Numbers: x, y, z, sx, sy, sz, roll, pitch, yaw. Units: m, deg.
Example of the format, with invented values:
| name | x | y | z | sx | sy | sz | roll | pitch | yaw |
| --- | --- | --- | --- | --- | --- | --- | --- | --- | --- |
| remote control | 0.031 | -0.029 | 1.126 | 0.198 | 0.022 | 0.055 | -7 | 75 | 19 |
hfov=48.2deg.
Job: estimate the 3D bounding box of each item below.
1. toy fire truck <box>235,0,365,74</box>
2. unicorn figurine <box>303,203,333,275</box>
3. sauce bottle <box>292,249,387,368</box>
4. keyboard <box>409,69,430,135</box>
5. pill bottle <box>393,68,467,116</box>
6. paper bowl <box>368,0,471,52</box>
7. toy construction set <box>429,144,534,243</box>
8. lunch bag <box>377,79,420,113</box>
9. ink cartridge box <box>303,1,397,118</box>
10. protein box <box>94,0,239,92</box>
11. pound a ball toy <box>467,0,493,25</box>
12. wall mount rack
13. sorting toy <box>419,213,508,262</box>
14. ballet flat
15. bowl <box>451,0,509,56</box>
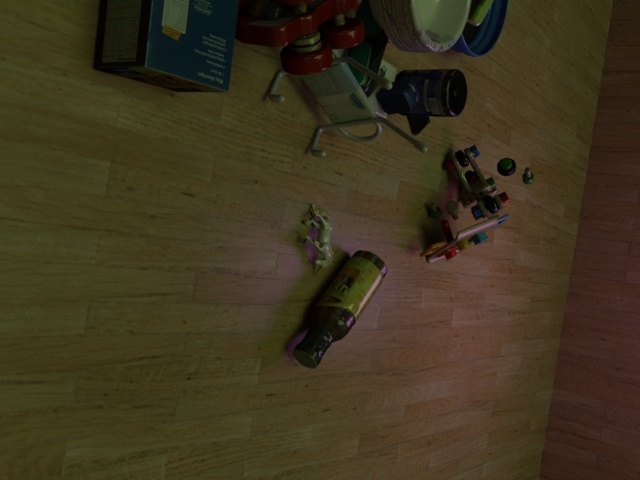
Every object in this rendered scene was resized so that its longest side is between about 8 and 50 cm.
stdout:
| name | x | y | z | sx | sy | sz | roll | pitch | yaw |
| --- | --- | --- | --- | --- | --- | --- | --- | --- | --- |
| toy fire truck | -0.069 | -0.450 | 1.400 | 0.302 | 0.254 | 0.169 | -45 | 138 | -40 |
| unicorn figurine | 0.000 | 0.000 | 1.749 | 0.111 | 0.060 | 0.161 | 28 | 75 | -52 |
| sauce bottle | 0.049 | 0.172 | 1.809 | 0.344 | 0.111 | 0.111 | -54 | 136 | -35 |
| keyboard | 0.278 | -0.405 | 2.074 | 0.108 | 0.023 | 0.180 | -47 | 133 | -29 |
| pill bottle | 0.264 | -0.389 | 1.889 | 0.123 | 0.219 | 0.122 | -16 | 110 | -52 |
| paper bowl | 0.210 | -0.557 | 1.566 | 0.284 | 0.148 | 0.284 | -19 | 114 | -51 |
| toy construction set | 0.489 | -0.117 | 2.286 | 0.309 | 0.257 | 0.237 | -48 | 149 | -9 |
| lunch bag | 0.203 | -0.365 | 1.804 | 0.065 | 0.098 | 0.067 | -56 | 133 | -31 |
| ink cartridge box | 0.090 | -0.466 | 1.768 | 0.296 | 0.066 | 0.261 | 12 | 88 | -54 |
| protein box | -0.263 | -0.377 | 1.248 | 0.200 | 0.136 | 0.201 | 3 | 94 | -54 |
| pound a ball toy | 0.457 | -0.765 | 1.903 | 0.319 | 0.136 | 0.208 | -61 | 178 | -24 |
| wall mount rack | 0.068 | -0.292 | 1.571 | 0.350 | 0.304 | 0.130 | 49 | 48 | -46 |
| sorting toy | 0.449 | 0.011 | 2.237 | 0.348 | 0.196 | 0.047 | -19 | 73 | -30 |
| ballet flat | 0.116 | -0.460 | 1.681 | 0.096 | 0.095 | 0.280 | 31 | 75 | -60 |
| bowl | 0.457 | -0.748 | 2.130 | 0.391 | 0.077 | 0.391 | -23 | 118 | -52 |
